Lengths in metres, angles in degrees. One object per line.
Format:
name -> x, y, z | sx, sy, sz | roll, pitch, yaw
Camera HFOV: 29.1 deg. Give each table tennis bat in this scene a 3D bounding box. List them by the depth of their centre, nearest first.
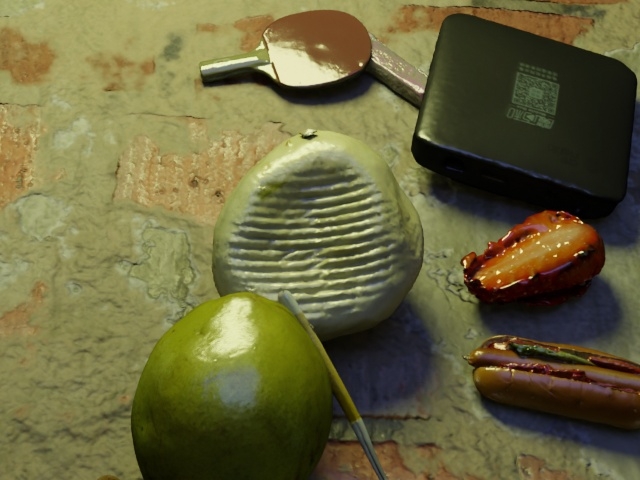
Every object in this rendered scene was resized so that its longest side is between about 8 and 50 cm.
table tennis bat -> -0.049, -0.262, 1.745 | 0.247, 0.022, 0.138 | -12, 59, -6

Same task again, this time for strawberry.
strawberry -> 0.265, 0.033, 1.544 | 0.188, 0.082, 0.121 | -22, 38, -10

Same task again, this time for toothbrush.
toothbrush -> 0.030, 0.180, 1.369 | 0.024, 0.021, 0.288 | -26, 84, -36

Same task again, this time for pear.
pear -> -0.094, 0.184, 1.306 | 0.212, 0.212, 0.269 | 7, 72, 0

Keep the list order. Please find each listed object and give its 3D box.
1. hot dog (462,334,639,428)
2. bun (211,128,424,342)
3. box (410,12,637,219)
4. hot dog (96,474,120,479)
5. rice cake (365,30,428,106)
hot dog -> 0.282, 0.162, 1.450 | 0.236, 0.062, 0.092 | 9, 56, 3
bun -> 0.000, 0.000, 1.476 | 0.259, 0.160, 0.259 | 0, 82, -3
box -> 0.282, -0.175, 1.686 | 0.290, 0.073, 0.289 | 17, 52, 0
hot dog -> -0.216, 0.309, 1.294 | 0.090, 0.060, 0.140 | -19, 64, -24
rice cake -> 0.079, -0.258, 1.764 | 0.207, 0.036, 0.047 | 38, 48, 21
